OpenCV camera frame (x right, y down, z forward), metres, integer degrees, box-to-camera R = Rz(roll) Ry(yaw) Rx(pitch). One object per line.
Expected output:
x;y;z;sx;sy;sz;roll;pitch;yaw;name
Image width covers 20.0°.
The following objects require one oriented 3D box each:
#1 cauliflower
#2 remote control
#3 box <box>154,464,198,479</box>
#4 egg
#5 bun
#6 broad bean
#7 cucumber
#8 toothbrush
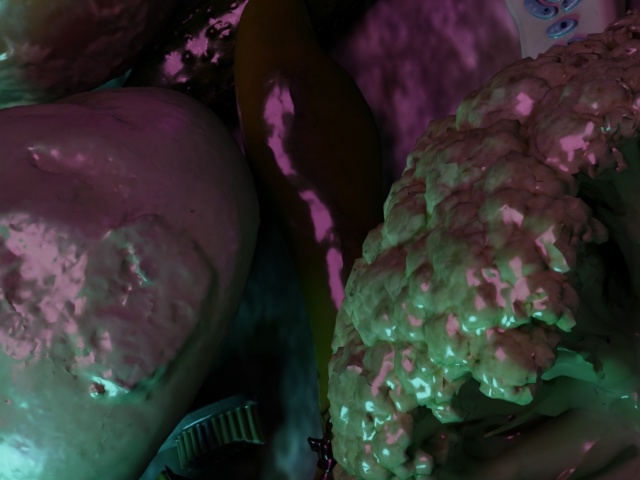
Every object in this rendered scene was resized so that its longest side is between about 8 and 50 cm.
0.138;0.044;0.819;0.250;0.275;0.272;26;51;7;cauliflower
0.136;-0.108;0.974;0.074;0.032;0.122;-21;58;30;remote control
-0.131;0.216;1.024;0.207;0.050;0.041;-49;53;10;box
-0.189;-0.182;1.144;0.245;0.203;0.203;-14;63;29;egg
-0.171;0.027;0.993;0.293;0.187;0.293;-48;26;33;bun
0.002;-0.003;1.000;0.075;0.067;0.325;-11;69;8;broad bean
-0.035;-0.132;1.095;0.227;0.069;0.069;-37;52;16;cucumber
-0.183;0.181;1.093;0.375;0.028;0.037;-30;62;24;toothbrush
